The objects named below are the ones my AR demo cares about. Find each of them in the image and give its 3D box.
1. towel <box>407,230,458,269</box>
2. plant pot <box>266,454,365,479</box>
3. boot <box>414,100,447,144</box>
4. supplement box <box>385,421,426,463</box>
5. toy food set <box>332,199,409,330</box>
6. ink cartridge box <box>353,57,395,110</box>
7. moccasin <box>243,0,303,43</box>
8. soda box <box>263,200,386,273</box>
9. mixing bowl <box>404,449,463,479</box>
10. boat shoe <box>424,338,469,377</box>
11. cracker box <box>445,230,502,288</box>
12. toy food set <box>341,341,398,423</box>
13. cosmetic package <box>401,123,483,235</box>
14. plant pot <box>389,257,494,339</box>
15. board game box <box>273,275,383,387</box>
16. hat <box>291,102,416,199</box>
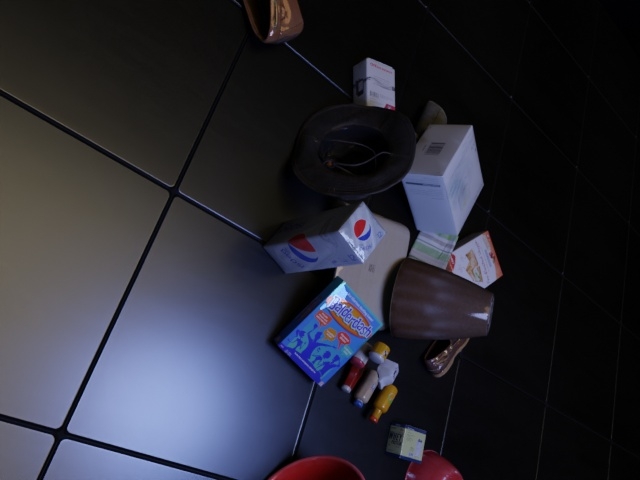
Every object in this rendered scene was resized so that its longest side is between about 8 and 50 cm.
[{"bbox_3d":[0.328,0.019,1.519,0.113,0.023,0.152,25,61,10],"label":"towel"},{"bbox_3d":[0.008,0.632,1.071,0.275,0.275,0.243,-37,116,-36],"label":"plant pot"},{"bbox_3d":[0.298,-0.344,1.562,0.190,0.076,0.209,50,63,-38],"label":"boot"},{"bbox_3d":[0.224,0.530,1.371,0.083,0.056,0.083,28,66,-31],"label":"supplement box"},{"bbox_3d":[0.103,0.070,1.346,0.219,0.092,0.306,18,80,-35],"label":"toy food set"},{"bbox_3d":[0.150,-0.417,1.465,0.109,0.063,0.151,8,77,-36],"label":"ink cartridge box"},{"bbox_3d":[-0.165,-0.652,1.224,0.147,0.139,0.380,-30,110,-46],"label":"moccasin"},{"bbox_3d":[0.000,0.000,1.137,0.091,0.286,0.098,52,57,-20],"label":"soda box"},{"bbox_3d":[0.320,0.665,1.398,0.181,0.098,0.182,6,80,-36],"label":"mixing bowl"},{"bbox_3d":[0.369,0.295,1.512,0.207,0.073,0.073,-49,114,-33],"label":"boat shoe"},{"bbox_3d":[0.459,0.081,1.621,0.232,0.067,0.156,-25,97,-37],"label":"cracker box"},{"bbox_3d":[0.117,0.340,1.270,0.104,0.111,0.232,-53,150,-31],"label":"toy food set"},{"bbox_3d":[0.353,-0.175,1.494,0.224,0.138,0.225,-55,139,-30],"label":"cosmetic package"},{"bbox_3d":[0.320,0.167,1.345,0.215,0.230,0.216,9,90,-67],"label":"plant pot"},{"bbox_3d":[0.020,0.212,1.218,0.210,0.047,0.160,-45,111,-7],"label":"board game box"},{"bbox_3d":[0.088,-0.196,1.314,0.331,0.331,0.134,-57,155,-29],"label":"hat"}]
